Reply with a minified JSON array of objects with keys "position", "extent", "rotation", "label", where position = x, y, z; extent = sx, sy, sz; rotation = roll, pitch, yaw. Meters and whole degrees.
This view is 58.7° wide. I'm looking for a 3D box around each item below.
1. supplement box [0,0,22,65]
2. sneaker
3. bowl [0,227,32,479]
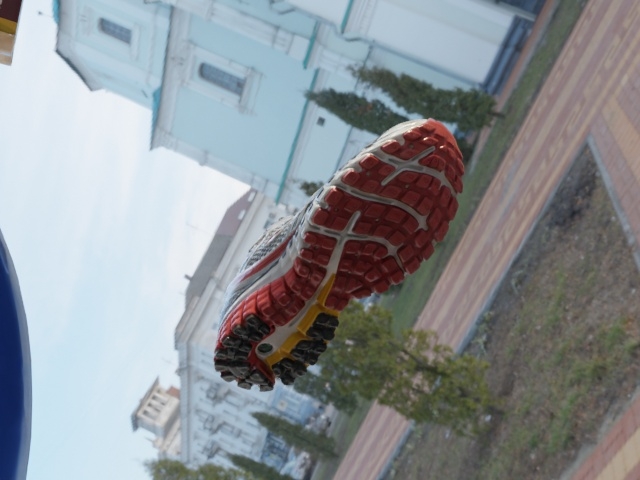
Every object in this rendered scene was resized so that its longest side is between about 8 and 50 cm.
[{"position":[-0.530,-0.390,0.817],"extent":[0.129,0.191,0.194],"rotation":[-10,72,59],"label":"supplement box"},{"position":[0.000,0.000,0.395],"extent":[0.225,0.088,0.092],"rotation":[-44,31,16],"label":"sneaker"},{"position":[-0.260,0.055,0.118],"extent":[0.391,0.077,0.390],"rotation":[35,-131,-53],"label":"bowl"}]
